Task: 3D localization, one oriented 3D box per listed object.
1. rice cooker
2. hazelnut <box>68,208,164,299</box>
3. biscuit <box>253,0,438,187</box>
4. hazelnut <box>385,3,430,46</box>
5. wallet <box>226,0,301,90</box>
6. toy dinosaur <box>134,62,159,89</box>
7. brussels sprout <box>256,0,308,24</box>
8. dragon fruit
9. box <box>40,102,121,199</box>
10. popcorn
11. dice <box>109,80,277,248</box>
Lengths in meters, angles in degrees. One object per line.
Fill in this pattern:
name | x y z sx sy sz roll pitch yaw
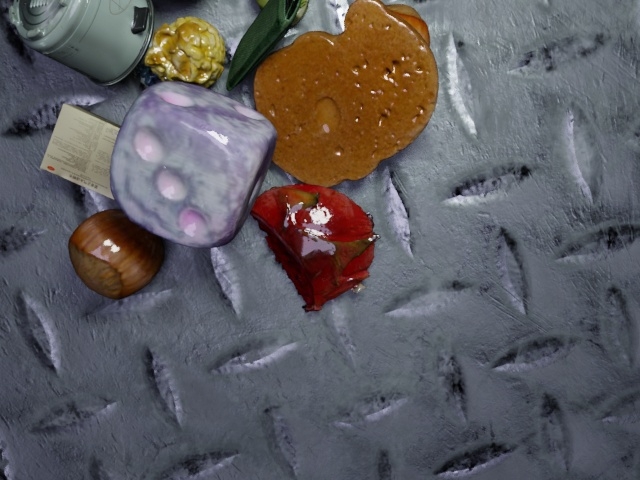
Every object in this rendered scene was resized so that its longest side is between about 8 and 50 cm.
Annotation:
rice cooker | -0.489 -0.473 0.944 0.280 0.227 0.242 4 85 28
hazelnut | -0.484 0.027 1.058 0.214 0.176 0.215 -11 106 -40
biscuit | 0.043 -0.302 1.006 0.454 0.078 0.350 -20 112 24
hazelnut | 0.163 -0.450 1.025 0.181 0.182 0.182 0 98 -3
wallet | -0.127 -0.442 0.965 0.055 0.236 0.161 28 53 -28
toy dinosaur | -0.419 -0.393 1.066 0.083 0.030 0.047 43 95 -7
brussels sprout | -0.089 -0.582 1.013 0.154 0.117 0.155 0 92 -6
dragon fruit | 0.000 0.000 1.092 0.282 0.100 0.344 -30 101 6
box | -0.519 -0.201 1.056 0.211 0.095 0.168 24 95 -6
popcorn | -0.304 -0.420 1.002 0.179 0.180 0.170 -2 54 -2
dice | -0.263 -0.166 0.956 0.271 0.270 0.270 23 117 -5
